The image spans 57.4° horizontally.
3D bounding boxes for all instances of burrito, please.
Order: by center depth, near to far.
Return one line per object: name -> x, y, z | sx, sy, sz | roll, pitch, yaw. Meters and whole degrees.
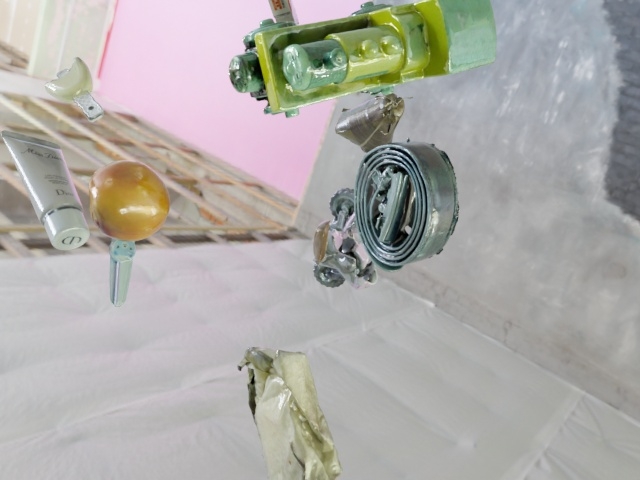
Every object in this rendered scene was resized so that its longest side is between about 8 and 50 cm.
burrito -> -0.065, 0.382, 1.294 | 0.135, 0.332, 0.190 | -16, -176, -34

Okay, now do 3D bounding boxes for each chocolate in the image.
chocolate -> 0.000, 0.000, 1.437 | 0.031, 0.101, 0.064 | 14, -152, 14

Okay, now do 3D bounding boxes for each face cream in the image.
face cream -> -0.604, -0.119, 1.305 | 0.143, 0.089, 0.314 | 7, -137, -55

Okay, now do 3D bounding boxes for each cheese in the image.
cheese -> -0.619, -0.381, 1.504 | 0.127, 0.050, 0.235 | -35, -119, -18

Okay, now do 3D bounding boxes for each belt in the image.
belt -> 0.157, -0.061, 1.138 | 0.116, 0.268, 0.206 | -14, -155, -38

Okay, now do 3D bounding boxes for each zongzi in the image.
zongzi -> 0.152, -0.234, 1.267 | 0.184, 0.084, 0.187 | 36, 155, -26

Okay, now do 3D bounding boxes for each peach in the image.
peach -> -0.320, -0.062, 0.982 | 0.138, 0.138, 0.138 | 18, -164, -5

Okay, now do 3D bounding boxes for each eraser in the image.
eraser -> -0.086, -0.468, 0.988 | 0.038, 0.230, 0.157 | -15, -138, 6

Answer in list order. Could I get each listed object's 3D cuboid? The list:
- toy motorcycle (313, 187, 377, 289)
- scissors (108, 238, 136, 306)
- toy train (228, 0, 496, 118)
toy motorcycle -> 0.090, 0.014, 1.625 | 0.187, 0.327, 0.143 | 22, -145, 12
scissors -> -0.435, 0.017, 1.284 | 0.125, 0.256, 0.030 | 7, 175, -31
toy train -> 0.053, -0.276, 0.866 | 0.368, 0.151, 0.237 | -23, -161, -30
